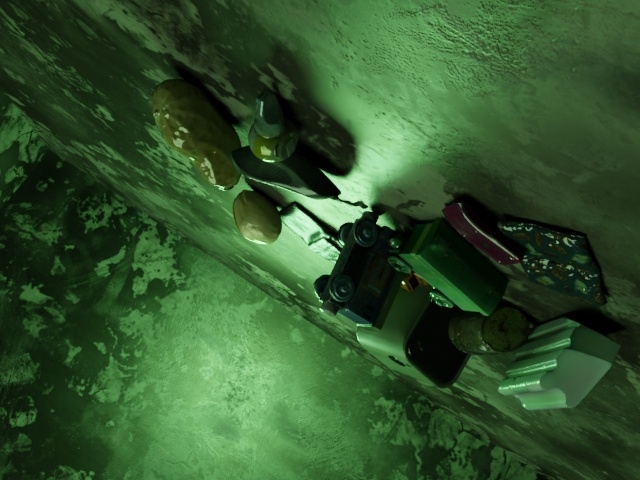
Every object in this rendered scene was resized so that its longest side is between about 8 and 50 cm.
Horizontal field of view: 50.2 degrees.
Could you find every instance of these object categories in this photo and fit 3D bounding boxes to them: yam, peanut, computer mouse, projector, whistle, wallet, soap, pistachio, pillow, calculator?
[{"bbox_3d":[0.454,0.249,1.896,0.154,0.154,0.254,36,168,-7],"label":"yam"},{"bbox_3d":[-0.317,-0.288,1.829,0.340,0.158,0.174,42,-158,-38],"label":"peanut"},{"bbox_3d":[-0.048,-0.171,1.733,0.379,0.090,0.167,21,-162,3],"label":"computer mouse"},{"bbox_3d":[0.299,0.278,2.094,0.248,0.248,0.249,42,163,-27],"label":"projector"},{"bbox_3d":[-0.122,-0.265,1.578,0.122,0.123,0.223,28,157,22],"label":"whistle"},{"bbox_3d":[0.000,0.000,2.272,0.323,0.041,0.247,42,162,-8],"label":"wallet"},{"bbox_3d":[0.575,0.298,1.662,0.115,0.208,0.347,31,164,4],"label":"soap"},{"bbox_3d":[-0.212,-0.075,2.277,0.200,0.145,0.117,49,162,-11],"label":"pistachio"},{"bbox_3d":[0.486,0.045,1.418,0.188,0.034,0.256,17,156,42],"label":"pillow"},{"bbox_3d":[0.345,-0.011,1.468,0.190,0.034,0.126,42,172,0],"label":"calculator"}]

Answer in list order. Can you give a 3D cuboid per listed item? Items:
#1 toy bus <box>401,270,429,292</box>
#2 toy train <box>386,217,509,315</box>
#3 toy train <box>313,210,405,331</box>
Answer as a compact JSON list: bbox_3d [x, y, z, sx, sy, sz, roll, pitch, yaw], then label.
[{"bbox_3d":[0.231,0.085,1.953,0.194,0.088,0.083,24,161,35],"label":"toy bus"},{"bbox_3d":[0.307,0.071,1.696,0.300,0.120,0.202,40,162,-21],"label":"toy train"},{"bbox_3d":[0.117,0.081,1.801,0.201,0.300,0.131,31,165,-20],"label":"toy train"}]
